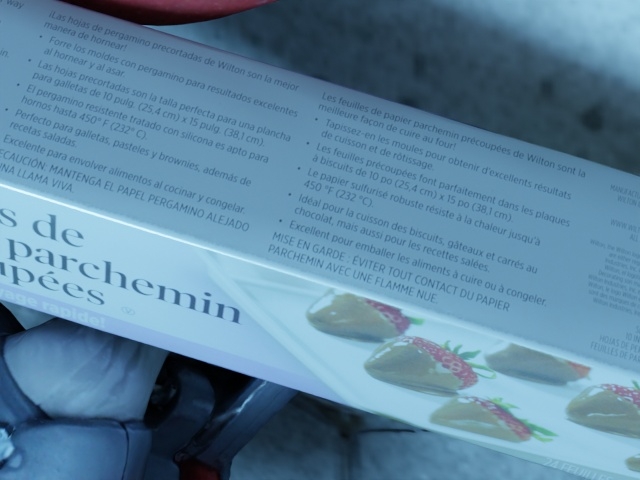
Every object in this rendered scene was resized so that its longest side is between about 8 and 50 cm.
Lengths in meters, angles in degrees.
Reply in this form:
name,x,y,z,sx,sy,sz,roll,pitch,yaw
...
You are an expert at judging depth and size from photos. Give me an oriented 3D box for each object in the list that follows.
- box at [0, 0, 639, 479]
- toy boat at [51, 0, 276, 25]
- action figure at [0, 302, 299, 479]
name,x,y,z,sx,sy,sz,roll,pitch,yaw
box,0.000,0.000,0.487,0.324,0.067,0.063,16,147,2
toy boat,-0.020,-0.126,0.429,0.231,0.151,0.151,-14,109,36
action figure,-0.169,0.074,0.571,0.330,0.178,0.341,41,100,25
